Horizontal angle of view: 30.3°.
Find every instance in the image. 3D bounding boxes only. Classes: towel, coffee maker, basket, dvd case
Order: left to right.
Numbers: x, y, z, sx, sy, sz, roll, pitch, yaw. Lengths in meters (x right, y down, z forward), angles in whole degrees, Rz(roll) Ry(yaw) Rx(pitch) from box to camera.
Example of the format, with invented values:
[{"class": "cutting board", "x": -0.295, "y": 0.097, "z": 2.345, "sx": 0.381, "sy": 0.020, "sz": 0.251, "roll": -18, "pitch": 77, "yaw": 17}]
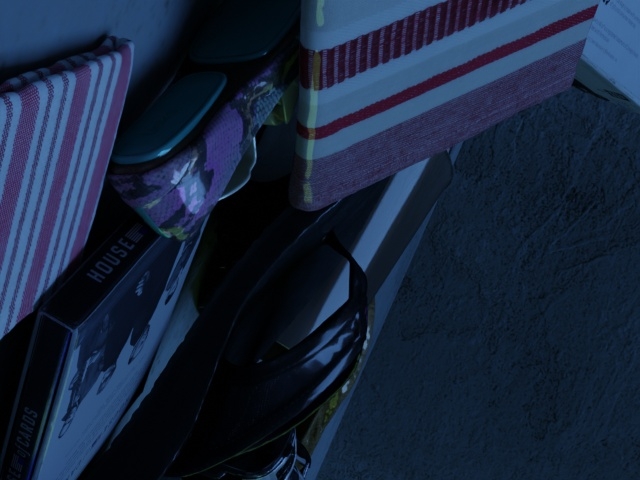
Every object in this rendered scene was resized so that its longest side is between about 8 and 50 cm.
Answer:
[{"class": "towel", "x": -0.149, "y": -0.016, "z": 0.557, "sx": 0.197, "sy": 0.029, "sz": 0.144, "roll": -52, "pitch": 164, "yaw": -66}, {"class": "dvd case", "x": -0.140, "y": 0.075, "z": 0.753, "sx": 0.179, "sy": 0.029, "sz": 0.239, "roll": -55, "pitch": 173, "yaw": -49}, {"class": "coffee maker", "x": -0.094, "y": 0.247, "z": 1.227, "sx": 0.120, "sy": 0.171, "sz": 0.178, "roll": -87, "pitch": 167, "yaw": -45}, {"class": "basket", "x": 0.000, "y": 0.000, "z": 1.078, "sx": 0.227, "sy": 0.154, "sz": 0.204, "roll": -59, "pitch": 173, "yaw": -15}, {"class": "towel", "x": 0.087, "y": -0.164, "z": 0.713, "sx": 0.237, "sy": 0.037, "sz": 0.329, "roll": -26, "pitch": 152, "yaw": -20}]

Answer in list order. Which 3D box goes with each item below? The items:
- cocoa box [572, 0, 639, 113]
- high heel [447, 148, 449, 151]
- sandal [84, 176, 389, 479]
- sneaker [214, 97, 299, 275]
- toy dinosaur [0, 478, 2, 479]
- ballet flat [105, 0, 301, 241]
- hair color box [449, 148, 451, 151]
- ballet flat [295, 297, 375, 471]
[{"class": "cocoa box", "x": 0.258, "y": -0.297, "z": 1.224, "sx": 0.347, "sy": 0.228, "sz": 0.231, "roll": 11, "pitch": 103, "yaw": -60}, {"class": "high heel", "x": 0.032, "y": -0.043, "z": 1.367, "sx": 0.377, "sy": 0.127, "sz": 0.181, "roll": -62, "pitch": -169, "yaw": -26}, {"class": "sandal", "x": -0.060, "y": 0.126, "z": 0.903, "sx": 0.446, "sy": 0.107, "sz": 0.167, "roll": -54, "pitch": 169, "yaw": 4}, {"class": "sneaker", "x": -0.015, "y": -0.072, "z": 0.979, "sx": 0.237, "sy": 0.085, "sz": 0.086, "roll": -66, "pitch": 160, "yaw": 7}, {"class": "toy dinosaur", "x": -0.191, "y": 0.203, "z": 0.710, "sx": 0.118, "sy": 0.064, "sz": 0.268, "roll": -38, "pitch": 145, "yaw": -11}, {"class": "ballet flat", "x": -0.053, "y": -0.085, "z": 0.720, "sx": 0.221, "sy": 0.077, "sz": 0.079, "roll": -60, "pitch": 141, "yaw": -37}, {"class": "hair color box", "x": 0.168, "y": -0.258, "z": 1.492, "sx": 0.174, "sy": 0.105, "sz": 0.347, "roll": 8, "pitch": 106, "yaw": -81}, {"class": "ballet flat", "x": -0.033, "y": 0.199, "z": 1.588, "sx": 0.124, "sy": 0.116, "sz": 0.342, "roll": 11, "pitch": 108, "yaw": -61}]
